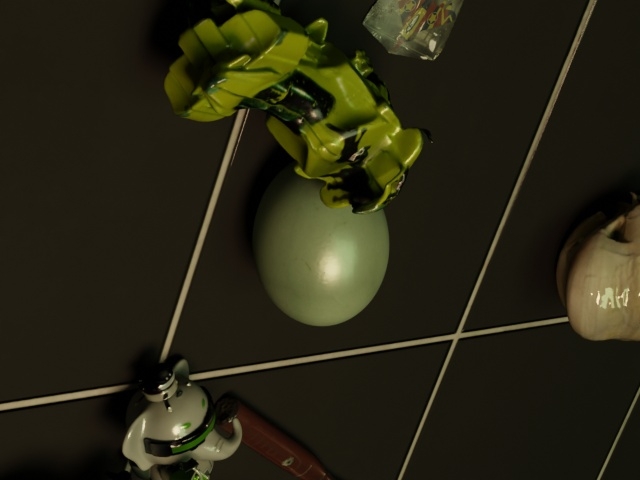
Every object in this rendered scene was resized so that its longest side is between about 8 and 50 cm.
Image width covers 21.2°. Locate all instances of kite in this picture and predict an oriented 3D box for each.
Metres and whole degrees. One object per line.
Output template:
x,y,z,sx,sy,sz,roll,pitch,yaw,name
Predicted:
0.144,-0.305,1.862,0.141,0.015,0.245,17,109,-53,kite

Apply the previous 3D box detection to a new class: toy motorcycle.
-0.013,-0.135,1.709,0.142,0.206,0.342,-43,144,19,toy motorcycle

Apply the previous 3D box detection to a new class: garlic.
0.436,0.034,2.303,0.281,0.185,0.203,-12,110,-37,garlic

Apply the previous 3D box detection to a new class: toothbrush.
-0.033,0.274,2.151,0.041,0.041,0.364,-49,142,-2,toothbrush

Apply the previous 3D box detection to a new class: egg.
0.000,0.000,1.861,0.149,0.149,0.192,-19,114,-34,egg

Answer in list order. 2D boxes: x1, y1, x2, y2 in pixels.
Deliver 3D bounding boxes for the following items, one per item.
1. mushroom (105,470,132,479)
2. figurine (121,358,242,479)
-0.278,0.384,1.872,0.283,0.195,0.263,-51,127,0,mushroom
-0.162,0.216,1.917,0.147,0.126,0.192,-65,151,-44,figurine
